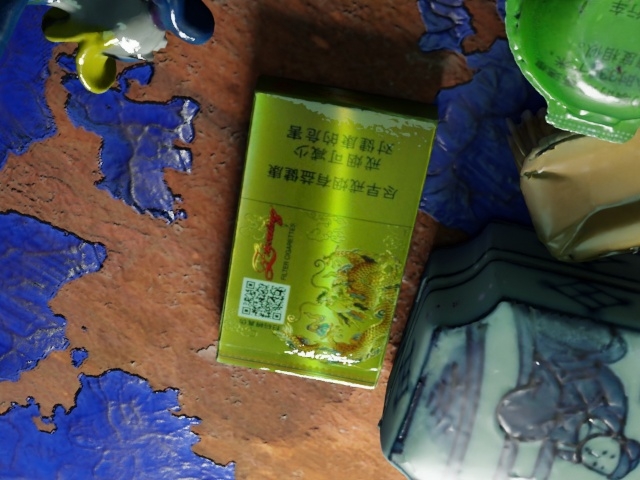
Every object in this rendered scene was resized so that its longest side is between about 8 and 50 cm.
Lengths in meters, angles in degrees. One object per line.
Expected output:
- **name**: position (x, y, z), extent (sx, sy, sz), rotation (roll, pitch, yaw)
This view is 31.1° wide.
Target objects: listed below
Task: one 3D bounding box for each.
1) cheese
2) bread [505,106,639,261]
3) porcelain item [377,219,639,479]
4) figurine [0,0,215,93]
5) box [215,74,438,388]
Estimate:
- **cheese**: position (0.256, -0.213, 0.860), extent (0.203, 0.083, 0.320), rotation (13, 124, -4)
- **bread**: position (0.297, -0.076, 1.016), extent (0.241, 0.107, 0.136), rotation (-18, 115, 14)
- **porcelain item**: position (0.212, 0.142, 1.125), extent (0.285, 0.157, 0.281), rotation (15, 122, -3)
- **figurine**: position (-0.251, -0.203, 0.945), extent (0.338, 0.204, 0.284), rotation (13, 96, -17)
- **box**: position (0.000, 0.000, 1.122), extent (0.173, 0.043, 0.311), rotation (10, 120, -1)
